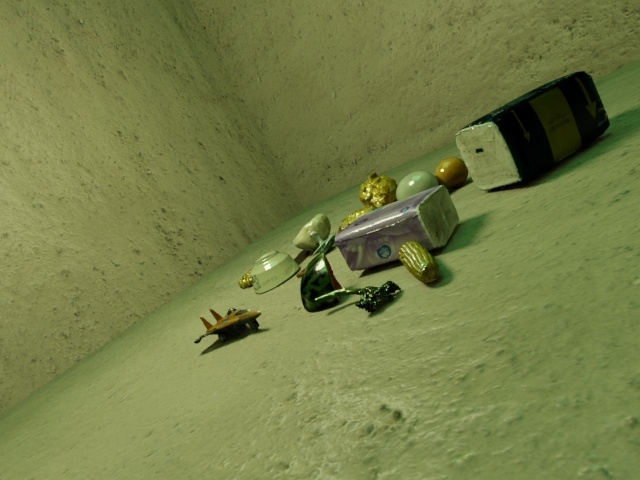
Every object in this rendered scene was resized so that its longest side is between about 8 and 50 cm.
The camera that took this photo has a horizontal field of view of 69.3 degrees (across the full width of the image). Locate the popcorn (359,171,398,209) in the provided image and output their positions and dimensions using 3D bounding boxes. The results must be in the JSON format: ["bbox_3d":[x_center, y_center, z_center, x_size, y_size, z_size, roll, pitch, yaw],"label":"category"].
[{"bbox_3d":[0.293,-0.236,2.361,0.190,0.191,0.253,-58,-9,29],"label":"popcorn"}]

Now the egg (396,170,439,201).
[{"bbox_3d":[0.412,-0.218,1.995,0.151,0.151,0.209,-37,10,-40],"label":"egg"}]

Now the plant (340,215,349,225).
[{"bbox_3d":[0.183,-0.109,2.324,0.174,0.087,0.085,-30,44,-24],"label":"plant"}]

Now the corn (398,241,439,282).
[{"bbox_3d":[0.265,0.057,1.239,0.080,0.080,0.231,-29,12,2],"label":"corn"}]

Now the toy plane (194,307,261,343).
[{"bbox_3d":[-0.293,0.286,1.613,0.316,0.103,0.204,-11,21,41],"label":"toy plane"}]

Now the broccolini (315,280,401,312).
[{"bbox_3d":[0.079,0.164,1.258,0.271,0.062,0.123,-14,2,39],"label":"broccolini"}]

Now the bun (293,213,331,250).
[{"bbox_3d":[-0.029,-0.027,2.287,0.231,0.133,0.231,-44,1,1],"label":"bun"}]

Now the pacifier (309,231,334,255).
[{"bbox_3d":[0.000,0.000,2.143,0.150,0.116,0.127,-41,-5,-47],"label":"pacifier"}]

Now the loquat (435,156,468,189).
[{"bbox_3d":[0.558,-0.287,1.983,0.141,0.141,0.141,-28,10,5],"label":"loquat"}]

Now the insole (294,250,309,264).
[{"bbox_3d":[-0.105,0.090,2.322,0.111,0.007,0.328,-24,11,20],"label":"insole"}]

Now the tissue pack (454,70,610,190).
[{"bbox_3d":[0.724,-0.374,1.599,0.416,0.253,0.264,-31,9,-12],"label":"tissue pack"}]

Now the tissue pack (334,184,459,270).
[{"bbox_3d":[0.251,-0.034,1.492,0.338,0.160,0.242,-19,12,41],"label":"tissue pack"}]

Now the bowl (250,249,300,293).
[{"bbox_3d":[-0.222,0.127,2.104,0.237,0.126,0.238,-27,10,5],"label":"bowl"}]

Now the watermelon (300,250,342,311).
[{"bbox_3d":[-0.006,0.127,1.458,0.137,0.145,0.193,-30,9,-36],"label":"watermelon"}]

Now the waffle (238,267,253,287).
[{"bbox_3d":[-0.305,0.162,2.382,0.253,0.056,0.249,-27,10,23],"label":"waffle"}]

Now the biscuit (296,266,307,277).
[{"bbox_3d":[-0.046,0.120,1.958,0.130,0.019,0.119,-30,10,-5],"label":"biscuit"}]

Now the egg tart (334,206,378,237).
[{"bbox_3d":[0.180,-0.082,2.136,0.279,0.095,0.279,-27,11,6],"label":"egg tart"}]
